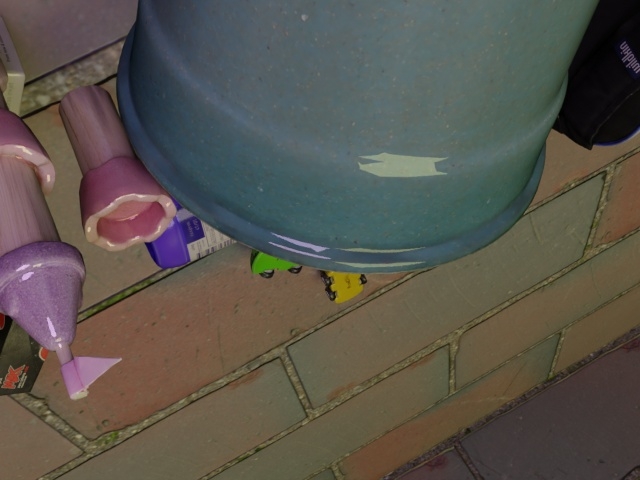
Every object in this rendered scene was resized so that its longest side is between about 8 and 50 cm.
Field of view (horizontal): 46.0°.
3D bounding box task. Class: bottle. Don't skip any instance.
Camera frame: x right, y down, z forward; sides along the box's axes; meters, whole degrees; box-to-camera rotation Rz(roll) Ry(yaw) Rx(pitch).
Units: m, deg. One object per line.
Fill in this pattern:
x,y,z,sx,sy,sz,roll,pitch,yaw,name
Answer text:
-0.063,-0.069,0.818,0.282,0.092,0.118,-24,147,-15,bottle

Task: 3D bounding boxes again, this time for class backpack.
0.291,-0.240,0.776,0.213,0.276,0.263,-31,154,-29,backpack

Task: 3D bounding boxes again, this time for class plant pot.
0.045,-0.211,0.463,0.341,0.341,0.334,-17,150,-24,plant pot

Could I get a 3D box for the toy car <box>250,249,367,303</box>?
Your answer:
0.000,0.000,1.004,0.224,0.053,0.239,-6,138,-36,toy car

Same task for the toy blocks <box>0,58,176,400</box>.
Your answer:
-0.271,0.035,0.453,0.288,0.260,0.309,-37,152,17,toy blocks

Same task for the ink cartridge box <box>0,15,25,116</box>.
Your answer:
-0.333,-0.095,0.558,0.190,0.082,0.140,-9,142,-36,ink cartridge box

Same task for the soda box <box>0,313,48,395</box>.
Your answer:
-0.336,0.103,0.844,0.060,0.053,0.169,0,136,-41,soda box
